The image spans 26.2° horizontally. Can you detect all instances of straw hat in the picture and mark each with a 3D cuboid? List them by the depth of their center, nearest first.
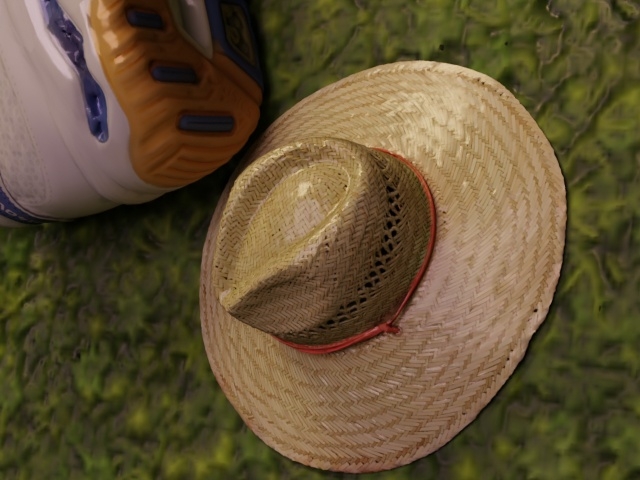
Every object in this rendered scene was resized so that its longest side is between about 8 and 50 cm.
[{"bbox_3d":[0.000,0.000,0.432,0.144,0.061,0.144,-8,75,31],"label":"straw hat"}]

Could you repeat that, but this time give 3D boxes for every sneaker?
[{"bbox_3d":[-0.118,-0.149,0.512,0.131,0.112,0.296,-20,71,31],"label":"sneaker"}]
